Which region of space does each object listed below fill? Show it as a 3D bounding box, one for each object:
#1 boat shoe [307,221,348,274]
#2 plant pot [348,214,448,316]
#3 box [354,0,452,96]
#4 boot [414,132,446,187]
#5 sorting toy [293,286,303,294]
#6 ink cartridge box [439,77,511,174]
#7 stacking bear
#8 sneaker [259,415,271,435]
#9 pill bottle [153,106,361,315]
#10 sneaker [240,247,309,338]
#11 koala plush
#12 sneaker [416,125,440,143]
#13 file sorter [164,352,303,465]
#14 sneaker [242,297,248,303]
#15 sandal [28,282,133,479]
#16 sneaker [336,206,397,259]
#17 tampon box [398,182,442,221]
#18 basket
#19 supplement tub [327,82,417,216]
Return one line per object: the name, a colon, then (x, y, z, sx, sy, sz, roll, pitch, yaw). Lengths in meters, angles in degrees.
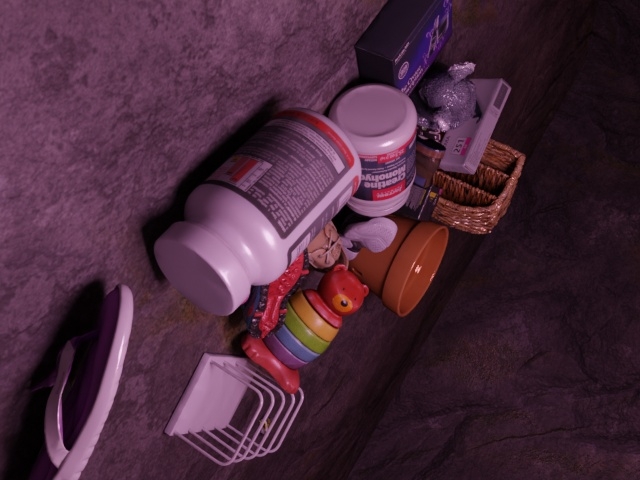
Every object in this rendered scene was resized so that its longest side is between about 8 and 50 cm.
boat shoe: (0.000, 0.000, 1.680, 0.121, 0.110, 0.341, -63, 162, -9)
plant pot: (0.215, 0.050, 2.122, 0.291, 0.203, 0.291, -48, 153, -34)
box: (0.193, -0.451, 1.640, 0.261, 0.103, 0.184, -56, 155, -18)
boot: (0.203, -0.217, 1.778, 0.082, 0.219, 0.106, -10, 125, -38)
sorting toy: (-0.058, 0.157, 1.887, 0.062, 0.012, 0.083, -59, 158, -10)
ink cartridge box: (0.395, -0.334, 2.096, 0.060, 0.239, 0.275, 28, 83, -37)
stacking bear: (-0.020, 0.182, 1.688, 0.289, 0.175, 0.164, -43, -167, 8)
sneaker: (-0.154, 0.529, 2.077, 0.035, 0.031, 0.083, -46, 153, -37)
pill bottle: (-0.105, -0.054, 1.273, 0.363, 0.210, 0.210, -48, 154, -32)
sneaker: (-0.116, 0.079, 1.534, 0.104, 0.125, 0.262, 1, 127, -37)
koala plush: (0.300, -0.353, 1.759, 0.221, 0.203, 0.196, -110, -138, -82)
sneaker: (0.318, -0.312, 2.078, 0.162, 0.106, 0.281, -33, 143, -57)
file sorter: (-0.180, 0.386, 1.662, 0.193, 0.173, 0.278, -62, 159, 0)
sneaker: (-0.174, 0.076, 1.456, 0.077, 0.072, 0.178, -37, 146, -46)
sandal: (-0.393, 0.256, 1.115, 0.102, 0.169, 0.416, 19, 101, -28)
sneaker: (0.115, -0.048, 1.828, 0.268, 0.101, 0.153, -25, -145, 58)
tampon box: (0.235, -0.131, 2.013, 0.120, 0.161, 0.101, 3, 111, -68)
basket: (0.425, -0.185, 2.197, 0.213, 0.299, 0.223, -45, 155, -35)
supplement tub: (0.120, -0.198, 1.638, 0.191, 0.191, 0.272, -53, 156, -24)
